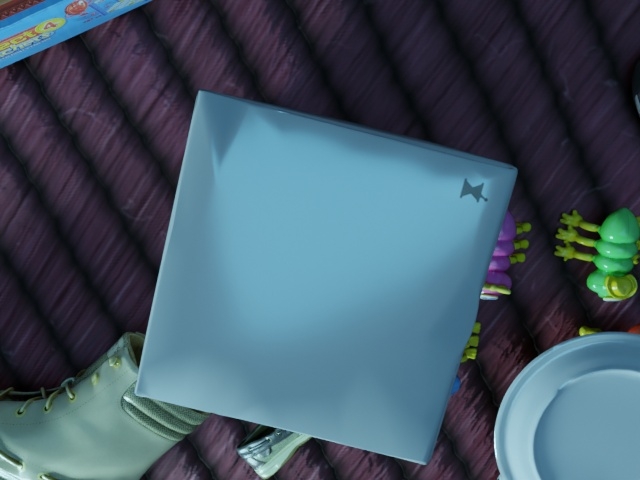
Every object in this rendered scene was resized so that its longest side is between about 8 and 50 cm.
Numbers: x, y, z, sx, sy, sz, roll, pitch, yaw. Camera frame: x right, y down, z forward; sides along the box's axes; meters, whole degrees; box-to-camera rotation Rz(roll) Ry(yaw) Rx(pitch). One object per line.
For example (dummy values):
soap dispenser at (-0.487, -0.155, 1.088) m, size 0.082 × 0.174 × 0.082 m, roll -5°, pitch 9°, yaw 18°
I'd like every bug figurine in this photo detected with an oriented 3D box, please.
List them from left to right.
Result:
bug figurine at (0.218, 0.072, 0.575) m, size 0.279 × 0.072 × 0.216 m, roll 2°, pitch 100°, yaw 0°

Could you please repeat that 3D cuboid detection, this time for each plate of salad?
plate of salad at (0.257, 0.176, 0.537) m, size 0.200 × 0.048 × 0.199 m, roll 0°, pitch 98°, yaw 3°

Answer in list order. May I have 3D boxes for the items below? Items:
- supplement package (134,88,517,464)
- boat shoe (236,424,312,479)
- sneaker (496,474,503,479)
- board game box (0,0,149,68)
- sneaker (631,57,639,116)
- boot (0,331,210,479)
supplement package at (0.000, 0.000, 0.452) m, size 0.176 × 0.293 × 0.177 m, roll 14°, pitch 99°, yaw -2°
boat shoe at (-0.029, 0.178, 0.602) m, size 0.049 × 0.056 × 0.152 m, roll 37°, pitch 98°, yaw -11°
sneaker at (0.305, 0.285, 0.598) m, size 0.235 × 0.094 × 0.153 m, roll 38°, pitch 107°, yaw 4°
board game box at (-0.288, -0.320, 0.489) m, size 0.308 × 0.086 × 0.301 m, roll -26°, pitch 98°, yaw -1°
sneaker at (0.407, -0.075, 0.502) m, size 0.281 × 0.162 × 0.106 m, roll 43°, pitch 97°, yaw -7°
boot at (-0.262, 0.153, 0.579) m, size 0.262 × 0.095 × 0.203 m, roll 43°, pitch 98°, yaw -8°
